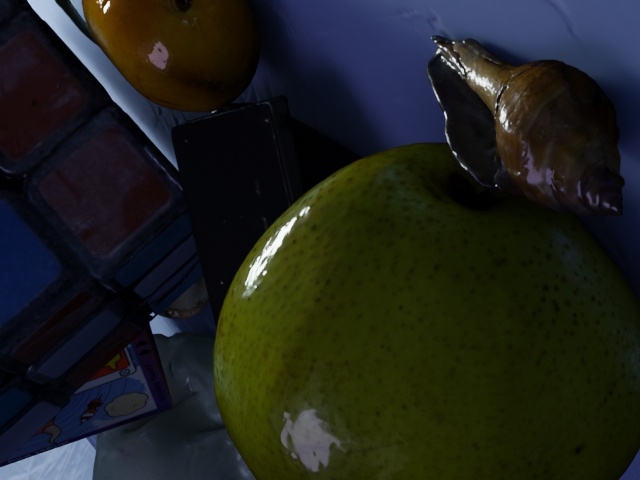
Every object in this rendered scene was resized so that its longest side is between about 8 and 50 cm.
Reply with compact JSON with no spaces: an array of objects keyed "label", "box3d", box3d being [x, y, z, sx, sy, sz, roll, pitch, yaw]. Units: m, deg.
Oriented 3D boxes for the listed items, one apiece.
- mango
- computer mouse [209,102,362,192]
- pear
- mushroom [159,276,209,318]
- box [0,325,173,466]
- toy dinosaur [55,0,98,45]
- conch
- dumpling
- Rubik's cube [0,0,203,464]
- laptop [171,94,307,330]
[{"label":"mango","box3d":[-0.128,-0.171,1.360,0.145,0.112,0.219,54,164,-25]},{"label":"computer mouse","box3d":[-0.004,0.003,1.390,0.323,0.116,0.183,34,148,41]},{"label":"pear","box3d":[0.075,0.080,1.124,0.294,0.294,0.294,44,160,21]},{"label":"mushroom","box3d":[-0.170,0.006,1.853,0.084,0.071,0.209,35,152,28]},{"label":"box","box3d":[-0.384,0.081,1.941,0.318,0.349,0.257,80,170,-53]},{"label":"toy dinosaur","box3d":[-0.261,-0.288,1.509,0.205,0.092,0.393,32,151,34]},{"label":"conch","box3d":[0.128,-0.068,1.025,0.080,0.086,0.233,14,-172,-18]},{"label":"dumpling","box3d":[-0.157,0.259,2.103,0.321,0.270,0.212,19,173,17]},{"label":"Rubik's cube","box3d":[-0.332,-0.023,1.585,0.362,0.359,0.363,50,178,8]},{"label":"laptop","box3d":[-0.054,-0.001,1.325,0.154,0.026,0.207,-8,95,51]}]
